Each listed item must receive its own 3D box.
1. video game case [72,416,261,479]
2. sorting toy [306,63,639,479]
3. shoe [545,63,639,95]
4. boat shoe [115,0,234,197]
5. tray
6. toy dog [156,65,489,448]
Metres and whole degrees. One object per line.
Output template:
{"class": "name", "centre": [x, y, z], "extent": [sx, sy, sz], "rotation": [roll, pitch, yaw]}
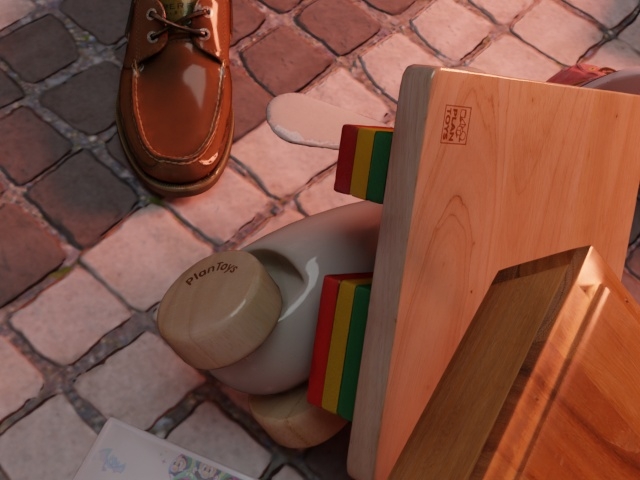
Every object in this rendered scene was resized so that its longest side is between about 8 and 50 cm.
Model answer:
{"class": "video game case", "centre": [-0.111, 0.214, 0.650], "extent": [0.157, 0.019, 0.143], "rotation": [21, 56, 8]}
{"class": "sorting toy", "centre": [0.110, 0.015, 0.659], "extent": [0.256, 0.257, 0.089], "rotation": [-3, 14, -43]}
{"class": "shoe", "centre": [0.262, -0.135, 0.852], "extent": [0.063, 0.178, 0.081], "rotation": [50, 52, -20]}
{"class": "boat shoe", "centre": [-0.135, -0.186, 0.865], "extent": [0.111, 0.104, 0.307], "rotation": [-2, 57, -8]}
{"class": "tray", "centre": [0.207, 0.221, 0.512], "extent": [0.411, 0.076, 0.202], "rotation": [48, 52, -16]}
{"class": "toy dog", "centre": [0.000, 0.000, 0.728], "extent": [0.334, 0.220, 0.161], "rotation": [-32, 33, -33]}
